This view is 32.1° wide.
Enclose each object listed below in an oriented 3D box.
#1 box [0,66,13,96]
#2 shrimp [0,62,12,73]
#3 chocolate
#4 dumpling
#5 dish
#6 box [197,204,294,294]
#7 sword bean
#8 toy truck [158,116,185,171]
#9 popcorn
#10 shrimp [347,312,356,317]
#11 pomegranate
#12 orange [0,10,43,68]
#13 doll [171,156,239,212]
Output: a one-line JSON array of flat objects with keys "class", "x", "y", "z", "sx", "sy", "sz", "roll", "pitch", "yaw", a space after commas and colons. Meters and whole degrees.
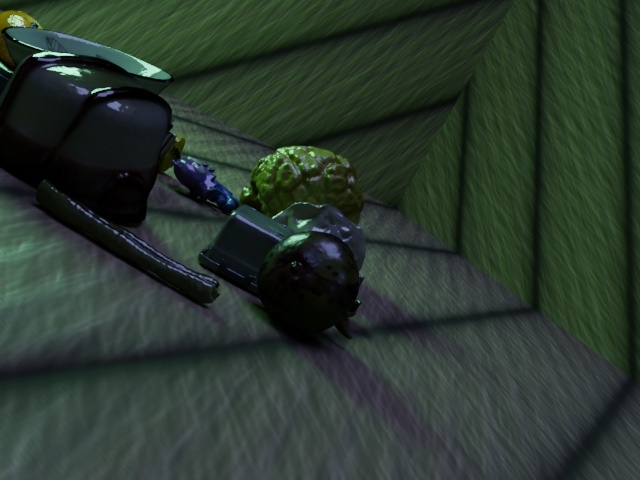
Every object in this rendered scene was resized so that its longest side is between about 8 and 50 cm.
[{"class": "box", "x": -0.563, "y": -0.270, "z": 1.942, "sx": 0.074, "sy": 0.054, "sz": 0.099, "roll": 26, "pitch": 8, "yaw": -10}, {"class": "shrimp", "x": -0.620, "y": -0.312, "z": 2.038, "sx": 0.217, "sy": 0.051, "sz": 0.115, "roll": 33, "pitch": 15, "yaw": 23}, {"class": "chocolate", "x": -0.334, "y": -0.165, "z": 1.601, "sx": 0.283, "sy": 0.186, "sz": 0.283, "roll": 29, "pitch": 7, "yaw": -4}, {"class": "dumpling", "x": 0.000, "y": 0.000, "z": 1.971, "sx": 0.188, "sy": 0.127, "sz": 0.108, "roll": 33, "pitch": 26, "yaw": -4}, {"class": "dish", "x": -0.429, "y": -0.293, "z": 2.012, "sx": 0.316, "sy": 0.106, "sz": 0.316, "roll": 18, "pitch": 12, "yaw": -4}, {"class": "box", "x": -0.102, "y": 0.010, "z": 1.656, "sx": 0.124, "sy": 0.093, "sz": 0.172, "roll": 29, "pitch": 7, "yaw": -2}, {"class": "sword bean", "x": -0.244, "y": 0.003, "z": 1.394, "sx": 0.269, "sy": 0.038, "sz": 0.043, "roll": 30, "pitch": 32, "yaw": 7}, {"class": "toy truck", "x": -0.375, "y": -0.225, "z": 2.167, "sx": 0.227, "sy": 0.098, "sz": 0.114, "roll": 32, "pitch": -17, "yaw": 9}, {"class": "popcorn", "x": -0.033, "y": -0.077, "z": 2.137, "sx": 0.237, "sy": 0.206, "sz": 0.251, "roll": 11, "pitch": 2, "yaw": -20}, {"class": "shrimp", "x": -0.008, "y": 0.073, "z": 1.800, "sx": 0.101, "sy": 0.042, "sz": 0.190, "roll": 14, "pitch": 16, "yaw": -37}, {"class": "pomegranate", "x": -0.002, "y": 0.062, "z": 1.523, "sx": 0.169, "sy": 0.148, "sz": 0.148, "roll": 20, "pitch": 12, "yaw": -43}, {"class": "orange", "x": -0.669, "y": -0.441, "z": 2.451, "sx": 0.135, "sy": 0.117, "sz": 0.135, "roll": 43, "pitch": 37, "yaw": -46}, {"class": "doll", "x": -0.215, "y": -0.104, "z": 2.122, "sx": 0.206, "sy": 0.067, "sz": 0.110, "roll": 37, "pitch": 9, "yaw": -46}]
